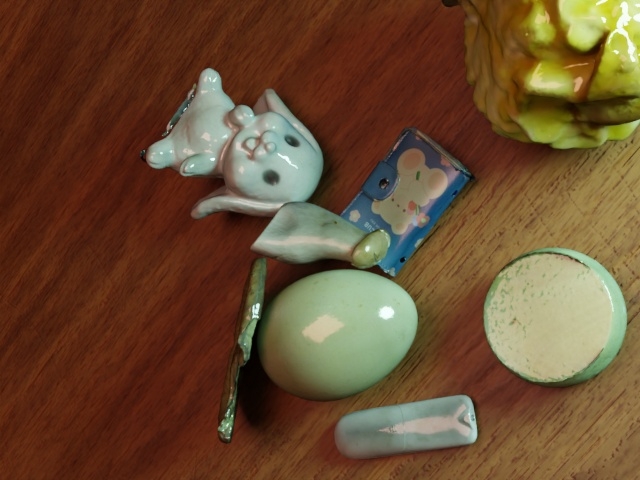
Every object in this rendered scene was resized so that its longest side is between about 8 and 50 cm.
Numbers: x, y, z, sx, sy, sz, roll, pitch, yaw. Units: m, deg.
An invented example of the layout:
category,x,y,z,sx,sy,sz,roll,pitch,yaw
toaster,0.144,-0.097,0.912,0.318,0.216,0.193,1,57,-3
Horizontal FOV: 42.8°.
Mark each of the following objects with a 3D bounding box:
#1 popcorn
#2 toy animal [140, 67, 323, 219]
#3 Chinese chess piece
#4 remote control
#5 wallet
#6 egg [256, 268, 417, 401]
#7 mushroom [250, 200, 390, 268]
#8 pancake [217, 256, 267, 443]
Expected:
category,x,y,z,sx,sy,sz,roll,pitch,yaw
popcorn,0.360,-0.286,1.058,0.382,0.349,0.349,-5,71,-9
toy animal,-0.141,-0.138,1.393,0.249,0.174,0.289,-41,58,4
Chinese chess piece,0.314,0.103,1.104,0.188,0.083,0.188,-6,78,30
remote control,0.117,0.276,1.202,0.229,0.044,0.073,-15,68,29
wallet,0.128,-0.064,1.269,0.141,0.059,0.202,45,107,28
egg,0.024,0.137,1.207,0.254,0.188,0.188,-22,67,22
mushroom,0.000,0.000,1.261,0.225,0.116,0.093,11,128,22
pancake,-0.123,0.170,1.268,0.033,0.288,0.286,13,65,-5
